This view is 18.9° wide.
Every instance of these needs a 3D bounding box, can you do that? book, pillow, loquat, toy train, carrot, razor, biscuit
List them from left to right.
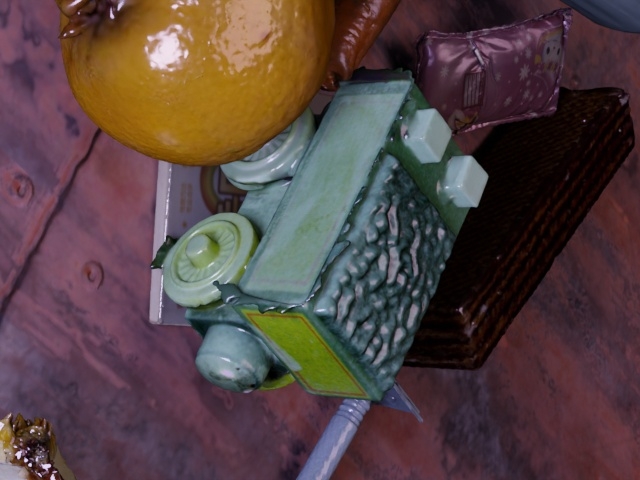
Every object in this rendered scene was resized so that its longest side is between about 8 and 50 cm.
[{"bbox_3d":[-0.092,-0.159,1.400,0.208,0.208,0.208,0,89,-50],"label":"loquat"},{"bbox_3d":[-0.031,-0.026,1.617,0.295,0.020,0.208,6,86,-50],"label":"book"},{"bbox_3d":[-0.003,0.201,1.620,0.106,0.068,0.232,52,58,-41],"label":"razor"},{"bbox_3d":[0.000,0.000,1.493,0.159,0.188,0.272,52,52,-39],"label":"toy train"},{"bbox_3d":[0.038,-0.205,1.673,0.060,0.060,0.186,46,59,-40],"label":"carrot"},{"bbox_3d":[0.152,-0.152,1.779,0.185,0.043,0.118,-14,122,-31],"label":"pillow"},{"bbox_3d":[0.173,-0.020,1.777,0.388,0.107,0.073,-50,130,-42],"label":"biscuit"}]

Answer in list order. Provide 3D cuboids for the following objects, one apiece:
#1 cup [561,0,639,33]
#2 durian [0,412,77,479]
[{"bbox_3d":[0.208,-0.416,1.728,0.392,0.310,0.401,16,48,-45],"label":"cup"},{"bbox_3d":[-0.181,0.213,1.342,0.144,0.139,0.252,-41,120,-48],"label":"durian"}]
